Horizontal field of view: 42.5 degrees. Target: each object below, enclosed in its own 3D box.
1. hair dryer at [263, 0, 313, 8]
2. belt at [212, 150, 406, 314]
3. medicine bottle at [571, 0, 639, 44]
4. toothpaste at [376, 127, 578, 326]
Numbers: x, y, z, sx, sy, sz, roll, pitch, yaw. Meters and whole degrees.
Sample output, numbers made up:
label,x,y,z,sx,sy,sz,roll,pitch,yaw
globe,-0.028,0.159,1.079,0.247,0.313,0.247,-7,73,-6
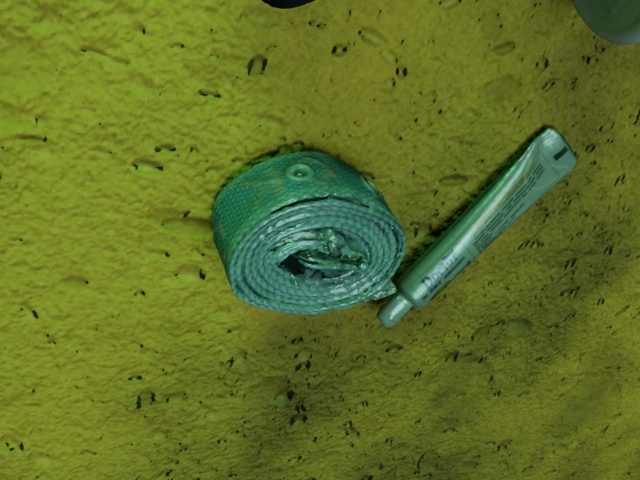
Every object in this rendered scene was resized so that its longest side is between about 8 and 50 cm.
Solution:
label,x,y,z,sx,sy,sz,roll,pitch,yaw
hair dryer,-0.014,-0.315,0.379,0.284,0.156,0.320,-31,130,17
belt,-0.007,-0.001,0.703,0.163,0.082,0.148,-12,136,-19
medicine bottle,0.291,-0.234,0.637,0.168,0.135,0.135,-23,135,-12
toothpaste,0.153,-0.006,0.821,0.255,0.037,0.067,-45,129,7
